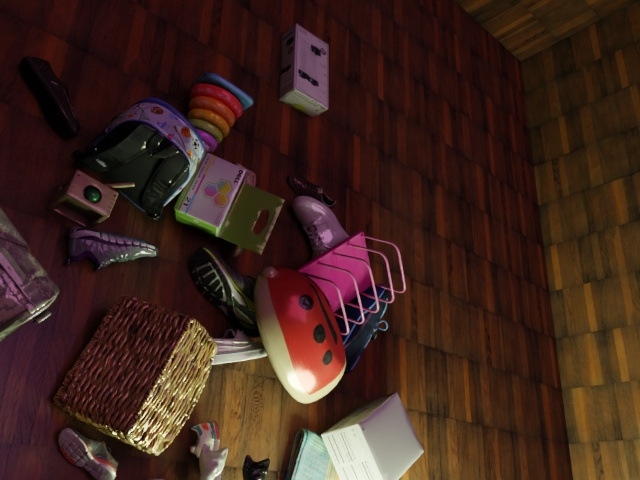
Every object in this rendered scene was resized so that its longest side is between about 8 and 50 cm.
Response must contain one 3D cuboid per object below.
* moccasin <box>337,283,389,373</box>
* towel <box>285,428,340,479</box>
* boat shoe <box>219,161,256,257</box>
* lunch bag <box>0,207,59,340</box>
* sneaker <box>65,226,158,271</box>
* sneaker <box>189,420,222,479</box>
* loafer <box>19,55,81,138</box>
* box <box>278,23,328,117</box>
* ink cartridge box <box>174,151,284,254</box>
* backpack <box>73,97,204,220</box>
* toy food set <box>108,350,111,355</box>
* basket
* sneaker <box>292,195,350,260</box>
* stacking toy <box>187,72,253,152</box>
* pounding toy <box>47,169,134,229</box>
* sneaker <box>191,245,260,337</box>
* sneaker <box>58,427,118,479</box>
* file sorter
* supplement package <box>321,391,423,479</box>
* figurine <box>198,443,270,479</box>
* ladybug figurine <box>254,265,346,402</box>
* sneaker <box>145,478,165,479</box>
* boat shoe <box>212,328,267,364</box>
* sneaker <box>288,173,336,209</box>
[{"bbox_3d":[0.126,0.288,2.048,0.342,0.137,0.117,-49,115,-30],"label":"moccasin"},{"bbox_3d":[0.040,0.738,1.816,0.370,0.040,0.271,37,51,-30],"label":"towel"},{"bbox_3d":[-0.230,-0.086,1.835,0.098,0.109,0.302,20,55,-38],"label":"boat shoe"},{"bbox_3d":[-0.666,0.049,1.213,0.305,0.256,0.212,57,43,-11],"label":"lunch bag"},{"bbox_3d":[-0.511,0.033,1.532,0.223,0.083,0.098,15,84,-37],"label":"sneaker"},{"bbox_3d":[-0.290,0.536,1.559,0.075,0.057,0.161,0,77,-24],"label":"sneaker"},{"bbox_3d":[-0.645,-0.357,1.534,0.078,0.080,0.220,-35,99,-47],"label":"loafer"},{"bbox_3d":[-0.058,-0.606,2.241,0.169,0.087,0.290,20,60,-40],"label":"box"},{"bbox_3d":[-0.241,-0.101,1.701,0.255,0.097,0.189,23,71,-4],"label":"ink cartridge box"},{"bbox_3d":[-0.423,-0.224,1.572,0.276,0.263,0.213,40,49,-27],"label":"backpack"},{"bbox_3d":[-0.467,0.298,1.485,0.132,0.038,0.192,6,80,-39],"label":"toy food set"},{"bbox_3d":[-0.409,0.310,1.445,0.299,0.223,0.213,-65,155,-25],"label":"basket"},{"bbox_3d":[0.000,0.000,2.032,0.292,0.108,0.169,46,43,-25],"label":"sneaker"},{"bbox_3d":[-0.336,-0.316,1.810,0.166,0.175,0.302,29,68,-27],"label":"stacking toy"},{"bbox_3d":[-0.545,-0.106,1.488,0.130,0.141,0.100,33,52,-32],"label":"pounding toy"},{"bbox_3d":[-0.244,0.131,1.745,0.300,0.111,0.121,55,31,-19],"label":"sneaker"},{"bbox_3d":[-0.506,0.460,1.369,0.158,0.061,0.065,53,17,-17],"label":"sneaker"},{"bbox_3d":[0.105,0.133,1.938,0.290,0.182,0.202,-31,120,-34],"label":"file sorter"},{"bbox_3d":[0.161,0.610,1.876,0.262,0.145,0.204,-15,79,-56],"label":"supplement package"},{"bbox_3d":[-0.235,0.607,1.503,0.215,0.092,0.209,30,74,-34],"label":"figurine"},{"bbox_3d":[-0.047,0.255,1.746,0.305,0.162,0.449,-81,153,-55],"label":"ladybug figurine"},{"bbox_3d":[-0.404,0.598,1.330,0.268,0.153,0.101,-20,89,-48],"label":"sneaker"},{"bbox_3d":[-0.235,0.283,1.688,0.267,0.096,0.088,-1,79,-38],"label":"boat shoe"},{"bbox_3d":[-0.022,-0.170,2.106,0.188,0.071,0.066,38,50,-29],"label":"sneaker"}]
